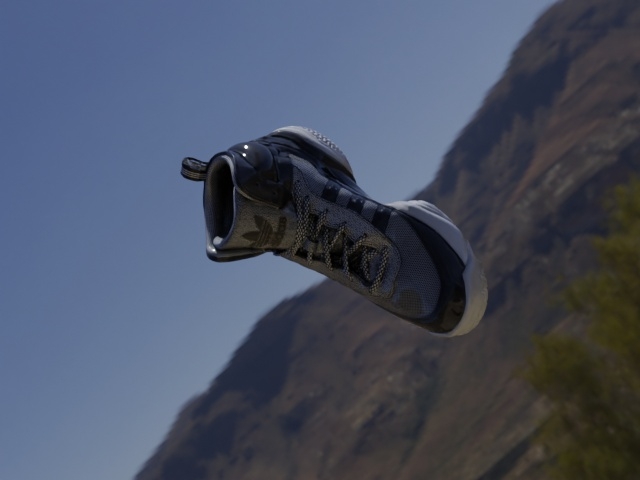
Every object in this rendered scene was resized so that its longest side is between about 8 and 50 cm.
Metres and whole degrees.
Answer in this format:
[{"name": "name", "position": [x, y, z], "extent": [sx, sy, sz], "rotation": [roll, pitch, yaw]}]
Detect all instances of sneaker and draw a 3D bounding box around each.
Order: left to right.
[{"name": "sneaker", "position": [0.000, 0.000, 1.013], "extent": [0.153, 0.268, 0.101], "rotation": [-11, -50, -45]}]
